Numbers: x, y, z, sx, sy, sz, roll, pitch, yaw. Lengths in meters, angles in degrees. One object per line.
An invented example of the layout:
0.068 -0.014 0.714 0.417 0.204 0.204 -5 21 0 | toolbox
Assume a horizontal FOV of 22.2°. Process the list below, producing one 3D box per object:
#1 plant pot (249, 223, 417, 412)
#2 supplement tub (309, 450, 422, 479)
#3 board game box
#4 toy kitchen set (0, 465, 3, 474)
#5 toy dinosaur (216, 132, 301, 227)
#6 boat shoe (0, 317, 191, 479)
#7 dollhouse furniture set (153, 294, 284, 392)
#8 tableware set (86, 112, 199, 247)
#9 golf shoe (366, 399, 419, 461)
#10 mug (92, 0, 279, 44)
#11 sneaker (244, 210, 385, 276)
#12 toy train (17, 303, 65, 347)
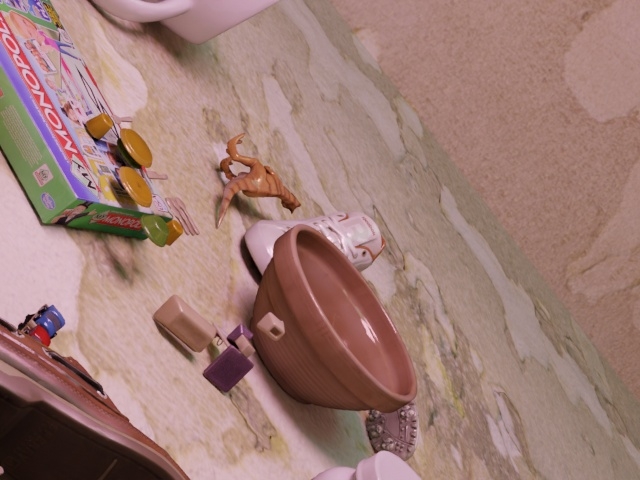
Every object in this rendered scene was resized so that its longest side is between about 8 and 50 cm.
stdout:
-0.001 0.108 1.831 0.237 0.110 0.237 49 17 -20 | plant pot
0.001 0.271 1.302 0.144 0.200 0.144 50 16 -20 | supplement tub
-0.282 -0.149 1.635 0.317 0.046 0.213 59 14 14 | board game box
-0.220 0.172 1.071 0.068 0.075 0.083 62 20 18 | toy kitchen set
-0.087 -0.074 2.028 0.112 0.064 0.211 49 22 21 | toy dinosaur
-0.191 0.132 1.180 0.307 0.111 0.104 45 19 -34 | boat shoe
-0.111 0.074 1.645 0.114 0.091 0.081 43 3 -29 | dollhouse furniture set
-0.183 -0.059 1.621 0.154 0.024 0.104 59 18 9 | tableware set
0.096 0.215 1.996 0.086 0.069 0.176 52 15 -37 | golf shoe
-0.200 -0.420 2.132 0.374 0.276 0.328 -39 103 -45 | mug
0.000 0.000 2.049 0.106 0.123 0.290 60 17 10 | sneaker
-0.234 0.084 1.295 0.027 0.036 0.158 53 15 -11 | toy train
